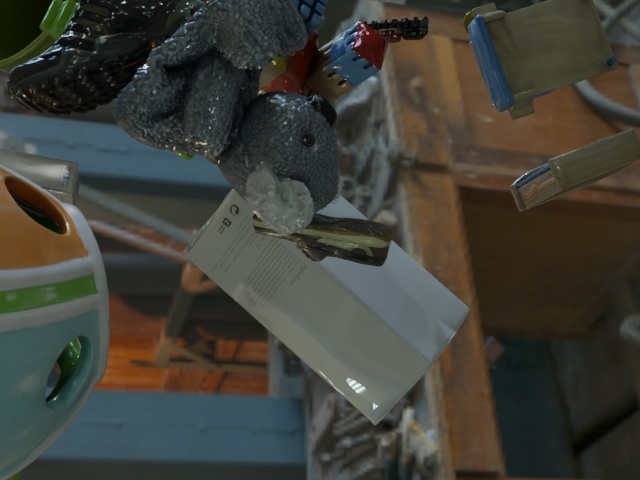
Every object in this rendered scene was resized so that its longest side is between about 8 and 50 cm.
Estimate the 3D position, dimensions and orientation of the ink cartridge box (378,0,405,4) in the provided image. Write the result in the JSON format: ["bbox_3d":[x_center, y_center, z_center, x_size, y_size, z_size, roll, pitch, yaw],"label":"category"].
[{"bbox_3d":[0.096,-0.426,1.505,0.127,0.072,0.175,71,-148,-71],"label":"ink cartridge box"}]

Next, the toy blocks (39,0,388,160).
[{"bbox_3d":[-0.103,-0.240,1.346,0.261,0.381,0.190,-27,38,47],"label":"toy blocks"}]

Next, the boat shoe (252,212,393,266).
[{"bbox_3d":[0.000,0.000,1.202,0.056,0.152,0.049,-65,-17,-68],"label":"boat shoe"}]

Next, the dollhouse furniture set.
[{"bbox_3d":[0.379,-0.237,1.699,0.198,0.286,0.303,137,112,-79],"label":"dollhouse furniture set"}]

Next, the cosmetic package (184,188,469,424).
[{"bbox_3d":[0.017,0.065,1.688,0.156,0.385,0.217,-50,-7,30],"label":"cosmetic package"}]

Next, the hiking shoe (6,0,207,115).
[{"bbox_3d":[-0.228,-0.214,1.161,0.114,0.227,0.086,57,164,20],"label":"hiking shoe"}]

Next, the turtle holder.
[{"bbox_3d":[-0.269,0.089,0.778,0.243,0.227,0.320,22,119,59],"label":"turtle holder"}]

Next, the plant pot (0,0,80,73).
[{"bbox_3d":[-0.357,-0.397,1.834,0.366,0.353,0.366,-12,70,36],"label":"plant pot"}]

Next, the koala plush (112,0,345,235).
[{"bbox_3d":[-0.065,-0.108,1.085,0.203,0.221,0.196,-38,5,15],"label":"koala plush"}]

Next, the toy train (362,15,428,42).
[{"bbox_3d":[0.106,-0.304,1.621,0.158,0.027,0.036,14,109,58],"label":"toy train"}]

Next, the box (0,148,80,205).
[{"bbox_3d":[-0.551,-0.112,1.792,0.232,0.322,0.058,156,125,-78],"label":"box"}]
